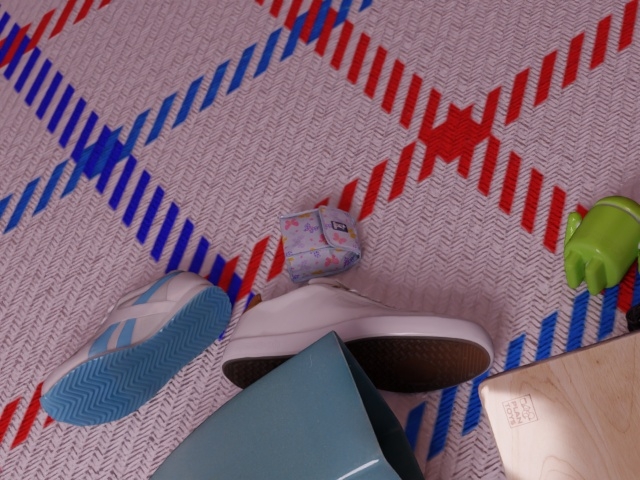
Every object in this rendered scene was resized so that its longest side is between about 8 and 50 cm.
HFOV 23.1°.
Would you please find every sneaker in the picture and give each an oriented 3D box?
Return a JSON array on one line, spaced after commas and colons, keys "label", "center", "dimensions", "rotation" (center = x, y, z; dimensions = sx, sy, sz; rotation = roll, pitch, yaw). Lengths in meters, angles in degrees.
[{"label": "sneaker", "center": [0.040, 0.082, 1.592], "dimensions": [0.290, 0.106, 0.123], "rotation": [-2, 49, 23]}, {"label": "sneaker", "center": [-0.207, 0.116, 1.690], "dimensions": [0.228, 0.087, 0.092], "rotation": [-34, 36, -22]}]

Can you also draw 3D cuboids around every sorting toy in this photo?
[{"label": "sorting toy", "center": [0.291, 0.195, 1.289], "dimensions": [0.255, 0.257, 0.089], "rotation": [-18, 0, 9]}]

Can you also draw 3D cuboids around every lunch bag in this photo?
[{"label": "lunch bag", "center": [0.000, 0.000, 1.734], "dimensions": [0.083, 0.053, 0.071], "rotation": [-10, 44, 1]}]

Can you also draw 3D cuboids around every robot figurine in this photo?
[{"label": "robot figurine", "center": [0.292, 0.001, 1.594], "dimensions": [0.101, 0.067, 0.115], "rotation": [17, 55, 34]}]

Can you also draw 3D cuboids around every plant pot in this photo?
[{"label": "plant pot", "center": [-0.035, 0.235, 1.435], "dimensions": [0.234, 0.165, 0.166], "rotation": [-28, 42, 6]}]

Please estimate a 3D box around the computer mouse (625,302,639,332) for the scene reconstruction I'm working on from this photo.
[{"label": "computer mouse", "center": [0.390, 0.090, 1.485], "dimensions": [0.106, 0.042, 0.193], "rotation": [-33, 37, -17]}]
